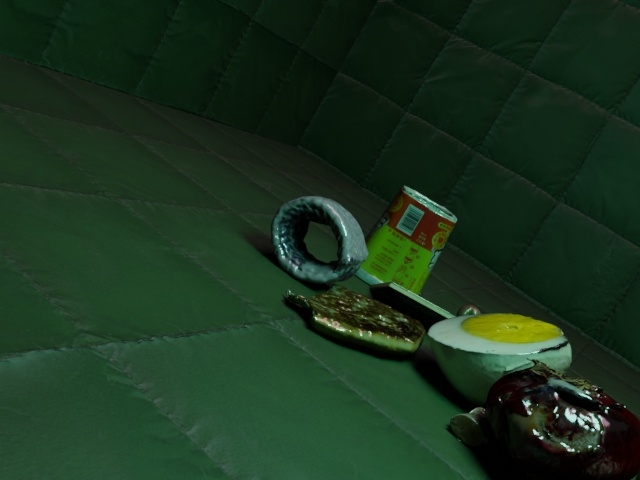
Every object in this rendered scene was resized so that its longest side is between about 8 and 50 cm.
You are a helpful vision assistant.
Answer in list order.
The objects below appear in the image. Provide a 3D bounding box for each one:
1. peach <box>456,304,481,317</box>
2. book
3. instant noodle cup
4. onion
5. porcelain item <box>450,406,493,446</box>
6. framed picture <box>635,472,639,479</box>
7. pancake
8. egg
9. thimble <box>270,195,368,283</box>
[{"bbox_3d":[0.487,0.252,2.275,0.083,0.083,0.083,29,12,-7],"label":"peach"},{"bbox_3d":[0.311,0.204,2.017,0.322,0.018,0.228,29,-9,-7],"label":"book"},{"bbox_3d":[0.274,0.006,2.219,0.293,0.308,0.294,29,12,-7],"label":"instant noodle cup"},{"bbox_3d":[0.475,0.379,1.353,0.313,0.233,0.314,11,8,-2],"label":"onion"},{"bbox_3d":[0.346,0.389,1.470,0.084,0.054,0.213,39,14,29],"label":"porcelain item"},{"bbox_3d":[0.816,0.563,1.546,0.217,0.017,0.274,43,-26,39],"label":"framed picture"},{"bbox_3d":[0.093,0.196,1.676,0.304,0.067,0.426,27,11,22],"label":"pancake"},{"bbox_3d":[0.419,0.300,1.634,0.336,0.201,0.337,-3,6,0],"label":"egg"},{"bbox_3d":[0.000,0.000,1.825,0.245,0.217,0.157,41,16,17],"label":"thimble"}]
